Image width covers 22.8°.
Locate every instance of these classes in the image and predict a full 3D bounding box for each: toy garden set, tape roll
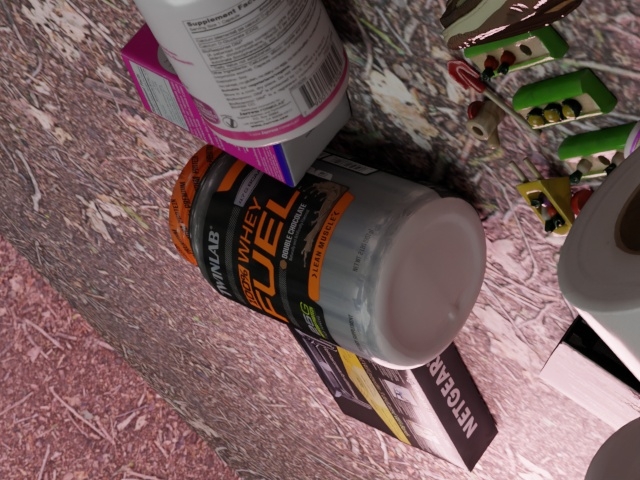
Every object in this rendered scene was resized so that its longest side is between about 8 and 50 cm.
[{"bbox_3d":[0.210,-0.088,1.477,0.244,0.049,0.204,45,159,-17],"label":"toy garden set"},{"bbox_3d":[0.329,0.020,1.229,0.169,0.246,0.246,46,158,-21],"label":"tape roll"}]

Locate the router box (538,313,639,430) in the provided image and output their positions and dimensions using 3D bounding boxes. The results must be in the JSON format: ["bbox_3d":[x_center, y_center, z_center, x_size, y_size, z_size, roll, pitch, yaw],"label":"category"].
[{"bbox_3d":[0.343,0.168,1.801,0.179,0.046,0.133,35,159,8],"label":"router box"}]

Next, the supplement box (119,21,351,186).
[{"bbox_3d":[-0.091,-0.169,1.722,0.220,0.111,0.114,29,159,24],"label":"supplement box"}]

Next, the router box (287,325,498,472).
[{"bbox_3d":[0.087,0.168,2.179,0.243,0.081,0.309,22,154,38],"label":"router box"}]

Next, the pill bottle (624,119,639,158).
[{"bbox_3d":[0.305,-0.072,1.361,0.083,0.043,0.043,29,158,24],"label":"pill bottle"}]

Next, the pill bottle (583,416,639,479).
[{"bbox_3d":[0.402,0.381,1.757,0.229,0.229,0.407,27,150,27],"label":"pill bottle"}]

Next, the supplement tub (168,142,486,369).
[{"bbox_3d":[0.000,0.000,1.790,0.338,0.207,0.207,20,153,39],"label":"supplement tub"}]

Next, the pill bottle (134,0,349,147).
[{"bbox_3d":[-0.090,-0.235,1.510,0.160,0.160,0.283,22,154,37],"label":"pill bottle"}]

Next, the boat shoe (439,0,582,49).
[{"bbox_3d":[0.162,-0.221,1.257,0.257,0.095,0.095,161,93,-69],"label":"boat shoe"}]
